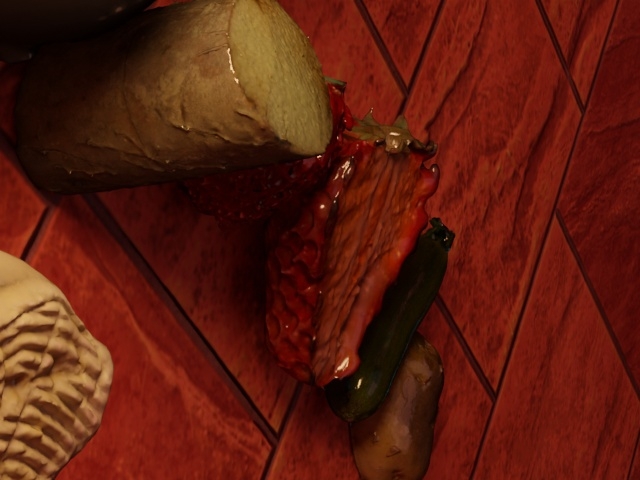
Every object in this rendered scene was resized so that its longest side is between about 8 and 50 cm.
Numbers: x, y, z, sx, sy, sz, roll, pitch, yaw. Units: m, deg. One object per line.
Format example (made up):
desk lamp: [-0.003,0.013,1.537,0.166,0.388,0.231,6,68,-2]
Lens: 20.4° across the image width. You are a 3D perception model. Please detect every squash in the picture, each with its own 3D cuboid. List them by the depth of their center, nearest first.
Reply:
squash: [0.085,0.082,2.107,0.331,0.087,0.087,-58,140,-39]

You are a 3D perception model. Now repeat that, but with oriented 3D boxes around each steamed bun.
steamed bun: [-0.316,0.122,1.262,0.320,0.206,0.275,-3,110,-62]

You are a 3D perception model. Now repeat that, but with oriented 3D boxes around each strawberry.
strawberry: [-0.070,-0.104,1.734,0.184,0.186,0.201,-75,-177,-59]
strawberry: [0.009,-0.011,1.908,0.253,0.150,0.280,-33,138,-53]

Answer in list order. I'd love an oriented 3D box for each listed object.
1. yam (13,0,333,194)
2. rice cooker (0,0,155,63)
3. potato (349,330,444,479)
yam: [-0.128,-0.125,1.536,0.161,0.268,0.161,22,64,-54]
rice cooker: [-0.221,-0.275,1.357,0.267,0.267,0.224,-51,138,-47]
potato: [0.105,0.206,2.162,0.164,0.081,0.200,4,91,-62]
